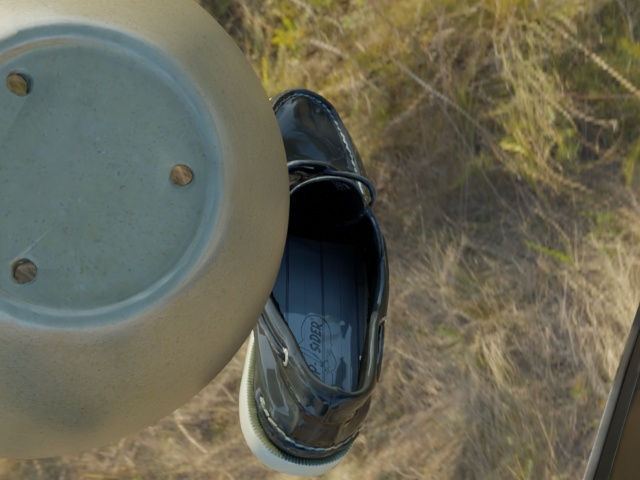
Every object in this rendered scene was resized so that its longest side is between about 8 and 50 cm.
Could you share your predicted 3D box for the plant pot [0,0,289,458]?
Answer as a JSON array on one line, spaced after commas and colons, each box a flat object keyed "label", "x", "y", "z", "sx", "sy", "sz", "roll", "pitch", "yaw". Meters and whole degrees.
[{"label": "plant pot", "x": -0.134, "y": -0.024, "z": 0.563, "sx": 0.284, "sy": 0.191, "sz": 0.284, "roll": 1, "pitch": 88, "yaw": -19}]

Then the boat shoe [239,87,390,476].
[{"label": "boat shoe", "x": -0.004, "y": 0.000, "z": 0.873, "sx": 0.127, "sy": 0.113, "sz": 0.340, "roll": 14, "pitch": 54, "yaw": -13}]

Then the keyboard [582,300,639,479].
[{"label": "keyboard", "x": 0.176, "y": 0.153, "z": 0.601, "sx": 0.033, "sy": 0.317, "sz": 0.201, "roll": -10, "pitch": 111, "yaw": 30}]
